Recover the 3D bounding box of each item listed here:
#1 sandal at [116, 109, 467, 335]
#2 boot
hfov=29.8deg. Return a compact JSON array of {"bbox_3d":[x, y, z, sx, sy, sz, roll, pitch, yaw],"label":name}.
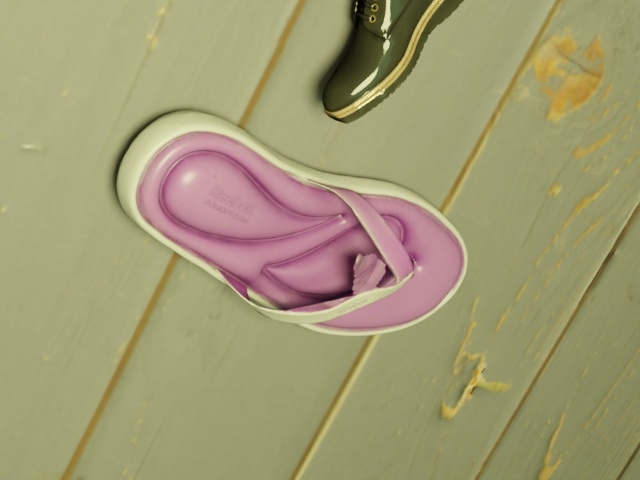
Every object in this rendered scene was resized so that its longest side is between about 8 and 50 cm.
[{"bbox_3d":[-0.007,0.013,1.129,0.416,0.102,0.169,19,107,-38],"label":"sandal"},{"bbox_3d":[0.037,-0.215,1.046,0.137,0.077,0.198,41,80,-36],"label":"boot"}]
